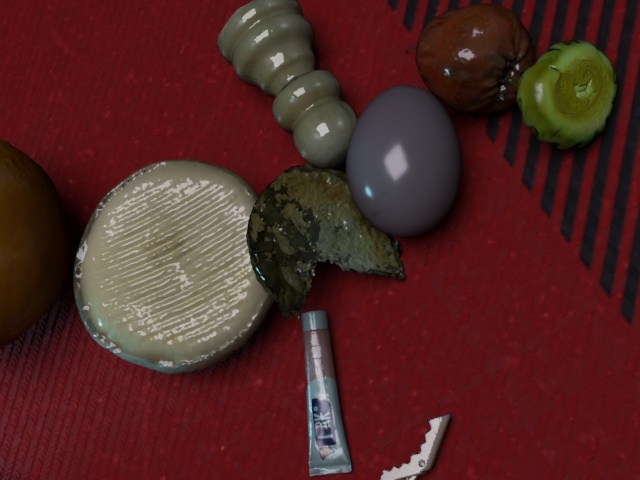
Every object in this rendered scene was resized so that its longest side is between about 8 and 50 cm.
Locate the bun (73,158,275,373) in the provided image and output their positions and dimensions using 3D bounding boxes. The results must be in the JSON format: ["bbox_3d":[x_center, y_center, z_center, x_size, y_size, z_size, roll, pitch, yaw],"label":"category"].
[{"bbox_3d":[-0.178,0.034,1.334,0.287,0.146,0.288,-1,86,11],"label":"bun"}]

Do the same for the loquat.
[{"bbox_3d":[-0.498,0.002,1.358,0.328,0.328,0.329,-5,73,17],"label":"loquat"}]

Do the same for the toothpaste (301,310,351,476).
[{"bbox_3d":[0.002,0.193,1.286,0.056,0.036,0.205,-10,75,17],"label":"toothpaste"}]

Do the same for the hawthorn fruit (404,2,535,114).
[{"bbox_3d":[0.181,-0.243,1.289,0.189,0.149,0.149,35,88,20],"label":"hawthorn fruit"}]

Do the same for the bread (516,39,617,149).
[{"bbox_3d":[0.302,-0.181,1.251,0.071,0.130,0.139,0,62,64],"label":"bread"}]

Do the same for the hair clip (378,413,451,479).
[{"bbox_3d":[0.087,0.301,1.224,0.226,0.034,0.072,-42,69,2],"label":"hair clip"}]

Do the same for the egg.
[{"bbox_3d":[0.105,-0.101,1.273,0.146,0.146,0.199,0,73,19],"label":"egg"}]

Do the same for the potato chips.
[{"bbox_3d":[-0.002,0.002,1.273,0.220,0.029,0.202,-34,85,-37],"label":"potato chips"}]

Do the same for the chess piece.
[{"bbox_3d":[-0.026,-0.204,1.367,0.133,0.133,0.243,-35,73,6],"label":"chess piece"}]
